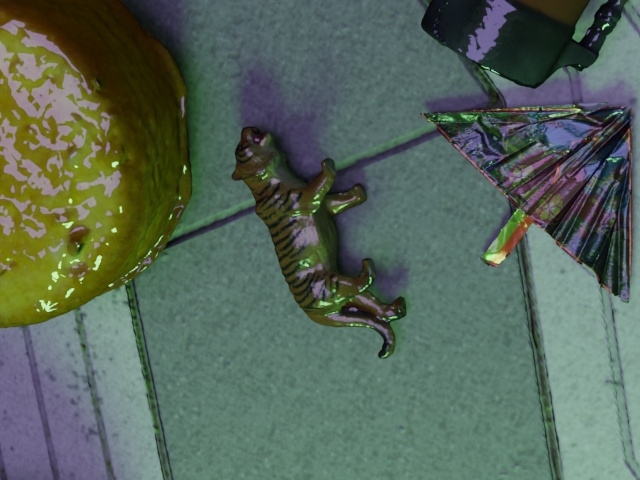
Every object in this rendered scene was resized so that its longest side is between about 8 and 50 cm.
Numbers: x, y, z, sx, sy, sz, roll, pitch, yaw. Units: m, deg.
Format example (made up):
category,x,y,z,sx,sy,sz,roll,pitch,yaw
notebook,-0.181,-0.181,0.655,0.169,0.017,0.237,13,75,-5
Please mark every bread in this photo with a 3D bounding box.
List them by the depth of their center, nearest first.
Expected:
category,x,y,z,sx,sy,sz,roll,pitch,yaw
bread,-0.217,-0.079,1.002,0.179,0.194,0.340,6,107,11

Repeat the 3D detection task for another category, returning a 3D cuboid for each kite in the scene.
category,x,y,z,sx,sy,sz,roll,pitch,yaw
kite,0.191,-0.053,0.968,0.241,0.014,0.183,39,112,8

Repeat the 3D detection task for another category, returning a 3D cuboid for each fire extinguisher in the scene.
category,x,y,z,sx,sy,sz,roll,pitch,yaw
fire extinguisher,0.238,-0.295,0.875,0.200,0.113,0.376,16,112,-29

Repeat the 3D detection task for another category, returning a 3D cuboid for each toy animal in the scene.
category,x,y,z,sx,sy,sz,roll,pitch,yaw
toy animal,0.000,0.000,1.024,0.099,0.057,0.241,-20,95,27
